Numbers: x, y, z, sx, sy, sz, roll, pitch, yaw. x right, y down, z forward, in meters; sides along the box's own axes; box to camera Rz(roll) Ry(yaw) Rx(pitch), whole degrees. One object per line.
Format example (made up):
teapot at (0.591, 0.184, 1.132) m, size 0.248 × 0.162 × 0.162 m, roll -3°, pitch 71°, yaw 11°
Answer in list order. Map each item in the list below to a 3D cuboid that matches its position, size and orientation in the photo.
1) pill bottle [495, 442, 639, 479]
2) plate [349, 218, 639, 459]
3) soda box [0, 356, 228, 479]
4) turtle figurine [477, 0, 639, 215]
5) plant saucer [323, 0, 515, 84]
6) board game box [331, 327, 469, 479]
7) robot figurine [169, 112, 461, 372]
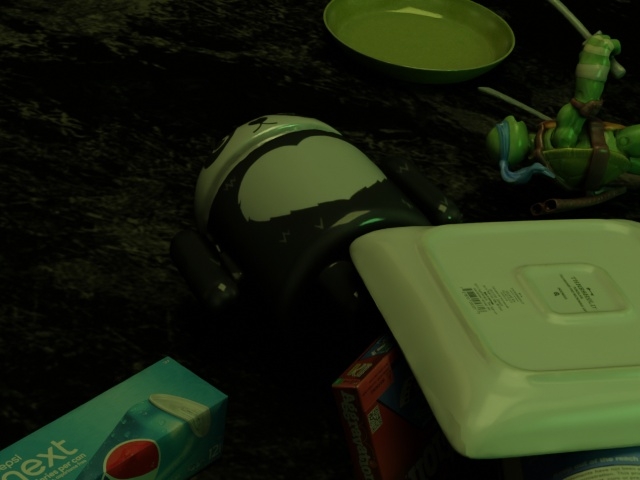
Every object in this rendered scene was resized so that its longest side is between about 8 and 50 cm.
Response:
pill bottle at (0.211, 0.179, 1.143) m, size 0.152 × 0.152 × 0.272 m, roll 6°, pitch 33°, yaw -3°
plate at (0.189, 0.055, 1.150) m, size 0.278 × 0.045 × 0.277 m, roll -2°, pitch 33°, yaw -17°
soda box at (-0.168, 0.171, 1.153) m, size 0.071 × 0.067 × 0.210 m, roll 30°, pitch 39°, yaw 30°
turtle figurine at (0.316, -0.148, 1.627) m, size 0.266 × 0.197 × 0.274 m, roll 10°, pitch 37°, yaw -3°
plant saucer at (0.121, -0.253, 1.887) m, size 0.241 × 0.037 × 0.241 m, roll 5°, pitch 33°, yaw -3°
board game box at (0.104, 0.111, 1.234) m, size 0.027 × 0.145 × 0.281 m, roll 1°, pitch 26°, yaw 33°
robot figurine at (-0.002, -0.001, 1.349) m, size 0.209 × 0.173 × 0.278 m, roll 18°, pitch 21°, yaw -41°
